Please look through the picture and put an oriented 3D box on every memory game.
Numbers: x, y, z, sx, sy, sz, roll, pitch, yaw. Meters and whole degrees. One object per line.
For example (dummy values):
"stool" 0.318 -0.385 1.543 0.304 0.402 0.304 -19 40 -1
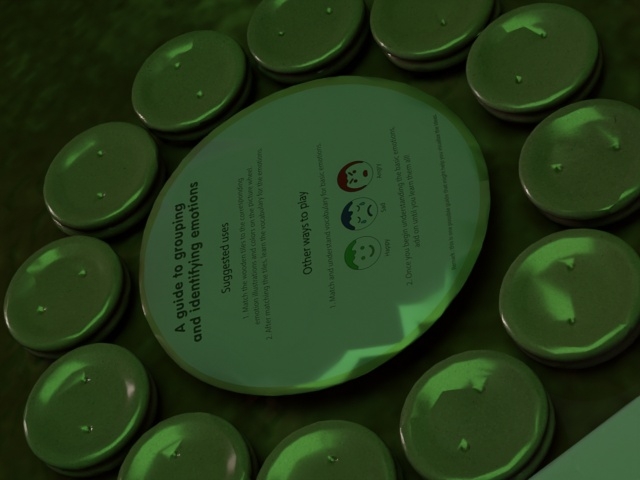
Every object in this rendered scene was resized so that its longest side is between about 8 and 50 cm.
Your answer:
"memory game" 0.000 0.000 0.448 0.186 0.012 0.186 -12 54 17

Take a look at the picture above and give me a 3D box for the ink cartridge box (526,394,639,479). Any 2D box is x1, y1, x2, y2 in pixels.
"ink cartridge box" 0.109 0.118 0.295 0.223 0.045 0.224 -37 51 -3
